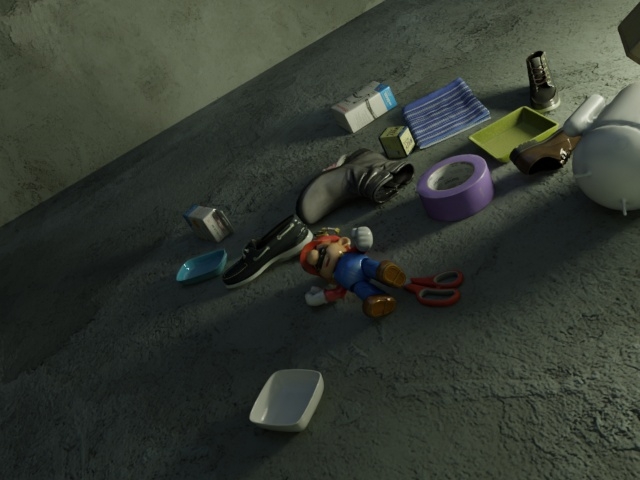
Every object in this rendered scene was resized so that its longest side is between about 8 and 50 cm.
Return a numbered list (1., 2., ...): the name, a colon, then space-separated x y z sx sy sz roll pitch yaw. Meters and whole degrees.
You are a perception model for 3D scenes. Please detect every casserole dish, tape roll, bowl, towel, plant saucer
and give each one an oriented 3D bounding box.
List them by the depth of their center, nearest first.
1. bowl: -0.063 0.338 1.284 0.142 0.053 0.142 -7 38 35
2. tape roll: 0.352 -0.138 1.613 0.189 0.080 0.189 -23 30 14
3. plant saucer: 0.533 -0.285 1.709 0.188 0.045 0.188 -29 30 2
4. casserole dish: -0.369 0.088 1.944 0.188 0.037 0.114 -19 32 21
5. towel: 0.403 -0.426 2.044 0.243 0.040 0.336 -25 30 11

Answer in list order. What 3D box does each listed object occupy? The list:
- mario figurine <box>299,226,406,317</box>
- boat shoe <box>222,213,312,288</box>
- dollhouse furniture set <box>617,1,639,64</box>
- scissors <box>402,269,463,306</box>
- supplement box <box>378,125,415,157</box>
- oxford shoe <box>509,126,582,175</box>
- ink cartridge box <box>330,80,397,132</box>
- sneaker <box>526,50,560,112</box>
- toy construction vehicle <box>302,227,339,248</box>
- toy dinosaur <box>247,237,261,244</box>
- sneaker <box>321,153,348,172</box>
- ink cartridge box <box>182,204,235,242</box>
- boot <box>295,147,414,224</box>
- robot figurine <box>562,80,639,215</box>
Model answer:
1. mario figurine: 0.044 0.070 1.483 0.198 0.170 0.320 -42 33 -16
2. boat shoe: -0.170 0.029 1.783 0.302 0.091 0.114 -34 24 7
3. dollhouse furniture set: 0.836 -0.389 1.199 0.256 0.394 0.362 -54 9 41
4. scissors: 0.196 0.105 1.439 0.297 0.021 0.109 0 43 39
5. supplement box: 0.243 -0.312 1.965 0.083 0.083 0.056 3 45 42
6. oxford shoe: 0.599 -0.222 1.544 0.227 0.083 0.096 -26 52 4
7. ink cartridge box: 0.160 -0.504 2.326 0.203 0.086 0.148 -33 30 -7
8. sneaker: 0.641 -0.465 1.813 0.083 0.118 0.222 -16 33 22
9. toy construction vehicle: 0.000 0.000 1.756 0.098 0.035 0.086 -7 37 35
10. toy dinosaur: -0.184 0.005 1.908 0.082 0.047 0.090 -13 19 -6
11. sneaker: 0.044 -0.239 2.061 0.070 0.051 0.134 2 47 35
12. ink cartridge box: -0.379 -0.055 2.100 0.181 0.104 0.061 11 49 49
13. boot: 0.099 -0.150 1.828 0.338 0.118 0.222 -43 37 -13
14. robot figurine: 0.671 -0.201 1.308 0.300 0.200 0.353 35 63 22
